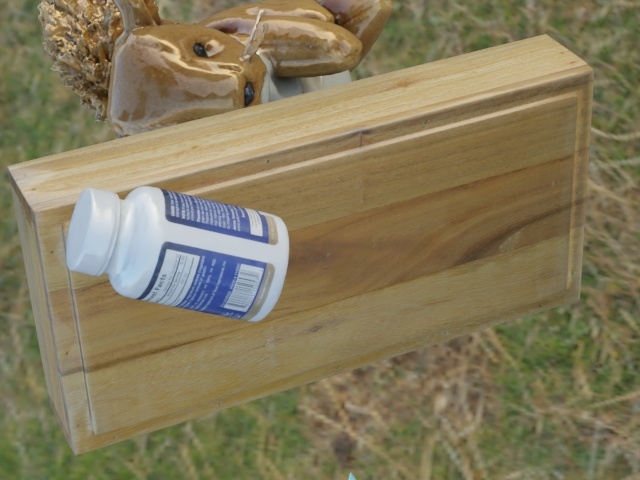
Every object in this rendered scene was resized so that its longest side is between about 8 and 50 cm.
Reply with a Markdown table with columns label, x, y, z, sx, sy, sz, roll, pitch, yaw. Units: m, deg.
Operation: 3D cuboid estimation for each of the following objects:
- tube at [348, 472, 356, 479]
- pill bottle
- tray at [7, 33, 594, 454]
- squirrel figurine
| label | x | y | z | sx | sy | sz | roll | pitch | yaw |
| --- | --- | --- | --- | --- | --- | --- | --- | --- | --- |
| tube | 0.042 | 0.386 | 1.891 | 0.052 | 0.080 | 0.207 | -20 | 24 | 24 |
| pill bottle | -0.085 | 0.006 | 0.885 | 0.067 | 0.120 | 0.067 | -167 | 90 | -68 |
| tray | 0.000 | 0.000 | 1.079 | 0.076 | 0.411 | 0.202 | -131 | 32 | -50 |
| squirrel figurine | -0.149 | -0.168 | 1.676 | 0.397 | 0.370 | 0.281 | 15 | 103 | 27 |
